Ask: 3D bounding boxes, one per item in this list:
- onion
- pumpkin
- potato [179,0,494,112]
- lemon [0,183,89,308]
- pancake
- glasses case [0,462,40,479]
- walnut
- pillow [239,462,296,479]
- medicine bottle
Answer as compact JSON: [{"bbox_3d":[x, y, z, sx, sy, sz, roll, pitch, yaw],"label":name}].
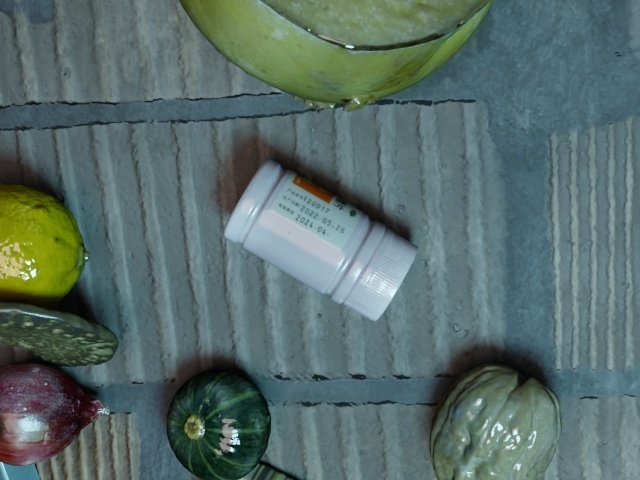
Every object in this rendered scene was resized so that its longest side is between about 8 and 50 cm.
[{"bbox_3d":[-0.416,0.259,1.712,0.195,0.159,0.159,1,105,-13],"label":"onion"},{"bbox_3d":[-0.149,0.274,1.686,0.125,0.167,0.167,20,113,-45],"label":"pumpkin"},{"bbox_3d":[-0.009,-0.367,1.436,0.385,0.319,0.442,-40,87,-25],"label":"potato"},{"bbox_3d":[-0.442,0.013,1.628,0.231,0.192,0.192,8,105,4],"label":"lemon"},{"bbox_3d":[-0.436,0.135,1.634,0.288,0.286,0.033,1,71,8],"label":"pancake"},{"bbox_3d":[-0.523,0.319,1.787,0.105,0.056,0.266,-14,102,10],"label":"glasses case"},{"bbox_3d":[0.242,0.285,1.624,0.178,0.178,0.230,18,110,3],"label":"walnut"},{"bbox_3d":[-0.086,0.402,1.741,0.203,0.038,0.113,27,87,6],"label":"pillow"},{"bbox_3d":[0.000,0.000,1.596,0.249,0.133,0.133,31,106,0],"label":"medicine bottle"}]
